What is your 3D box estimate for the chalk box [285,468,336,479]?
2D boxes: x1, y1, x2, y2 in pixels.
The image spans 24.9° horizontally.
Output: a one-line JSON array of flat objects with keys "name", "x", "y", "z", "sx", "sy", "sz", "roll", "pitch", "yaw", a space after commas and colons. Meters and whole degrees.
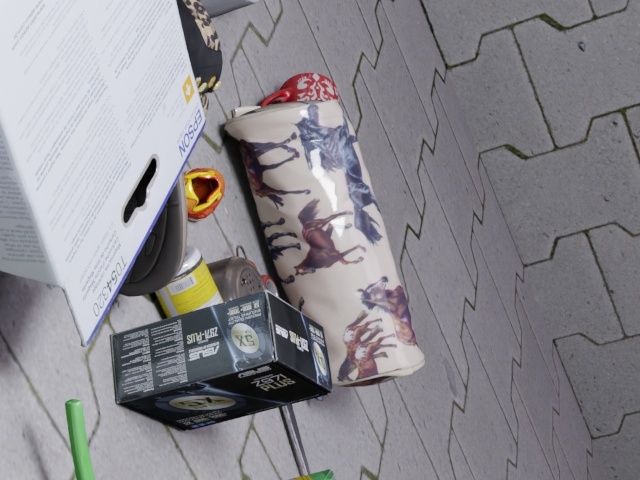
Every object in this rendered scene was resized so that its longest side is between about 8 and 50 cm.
[{"name": "chalk box", "x": -0.051, "y": 0.349, "z": 1.521, "sx": 0.213, "sy": 0.132, "sz": 0.132, "roll": -40, "pitch": 113, "yaw": -72}]

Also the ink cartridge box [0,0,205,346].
[{"name": "ink cartridge box", "x": -0.207, "y": -0.137, "z": 1.231, "sx": 0.324, "sy": 0.071, "sz": 0.330, "roll": -68, "pitch": 157, "yaw": -45}]

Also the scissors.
[{"name": "scissors", "x": -0.059, "y": 0.171, "z": 1.844, "sx": 0.109, "sy": 0.021, "sz": 0.297, "roll": 30, "pitch": 47, "yaw": -68}]

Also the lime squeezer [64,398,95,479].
[{"name": "lime squeezer", "x": -0.165, "y": 0.277, "z": 1.312, "sx": 0.110, "sy": 0.059, "sz": 0.310, "roll": -47, "pitch": 129, "yaw": -17}]

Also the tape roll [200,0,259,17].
[{"name": "tape roll", "x": -0.153, "y": -0.421, "z": 1.988, "sx": 0.219, "sy": 0.072, "sz": 0.219, "roll": -15, "pitch": 90, "yaw": -72}]

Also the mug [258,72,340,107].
[{"name": "mug", "x": -0.020, "y": -0.169, "z": 2.111, "sx": 0.169, "sy": 0.113, "sz": 0.150, "roll": -93, "pitch": 160, "yaw": -44}]

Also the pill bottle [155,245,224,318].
[{"name": "pill bottle", "x": -0.142, "y": 0.070, "z": 1.603, "sx": 0.065, "sy": 0.065, "sz": 0.116, "roll": -70, "pitch": 141, "yaw": -62}]

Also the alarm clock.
[{"name": "alarm clock", "x": -0.098, "y": 0.072, "z": 1.746, "sx": 0.192, "sy": 0.064, "sz": 0.129, "roll": -89, "pitch": 155, "yaw": -51}]

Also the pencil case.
[{"name": "pencil case", "x": 0.000, "y": 0.000, "z": 1.944, "sx": 0.160, "sy": 0.183, "sz": 0.410, "roll": -22, "pitch": 96, "yaw": -44}]

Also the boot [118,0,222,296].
[{"name": "boot", "x": -0.189, "y": -0.141, "z": 1.547, "sx": 0.284, "sy": 0.138, "sz": 0.377, "roll": -20, "pitch": 91, "yaw": -74}]

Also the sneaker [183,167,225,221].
[{"name": "sneaker", "x": -0.140, "y": -0.055, "z": 1.717, "sx": 0.175, "sy": 0.067, "sz": 0.064, "roll": -41, "pitch": 112, "yaw": -72}]

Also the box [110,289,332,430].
[{"name": "box", "x": -0.099, "y": 0.127, "z": 1.489, "sx": 0.147, "sy": 0.180, "sz": 0.077, "roll": 40, "pitch": 38, "yaw": -61}]
